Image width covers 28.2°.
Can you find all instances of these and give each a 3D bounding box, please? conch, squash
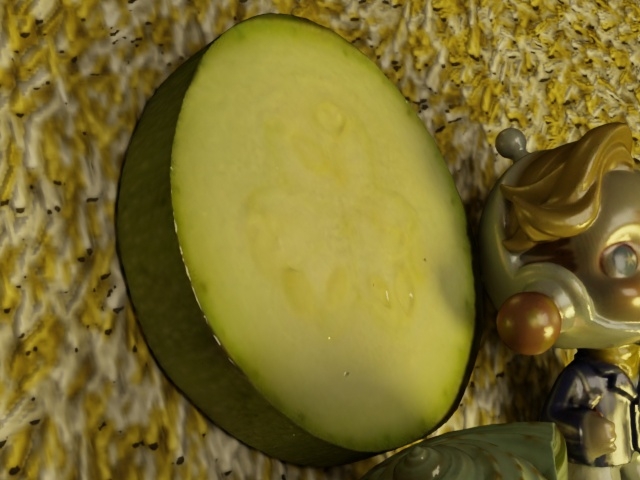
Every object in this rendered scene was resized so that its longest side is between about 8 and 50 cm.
[{"bbox_3d":[0.060,0.176,0.637,0.172,0.131,0.200,-78,173,-60],"label":"conch"},{"bbox_3d":[0.000,0.000,0.715,0.252,0.049,0.252,23,56,-40],"label":"squash"}]

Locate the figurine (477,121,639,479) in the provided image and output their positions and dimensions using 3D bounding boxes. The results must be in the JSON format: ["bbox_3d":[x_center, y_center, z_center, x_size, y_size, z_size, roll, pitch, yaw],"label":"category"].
[{"bbox_3d":[0.184,0.063,0.824,0.194,0.133,0.274,-37,111,-33],"label":"figurine"}]
